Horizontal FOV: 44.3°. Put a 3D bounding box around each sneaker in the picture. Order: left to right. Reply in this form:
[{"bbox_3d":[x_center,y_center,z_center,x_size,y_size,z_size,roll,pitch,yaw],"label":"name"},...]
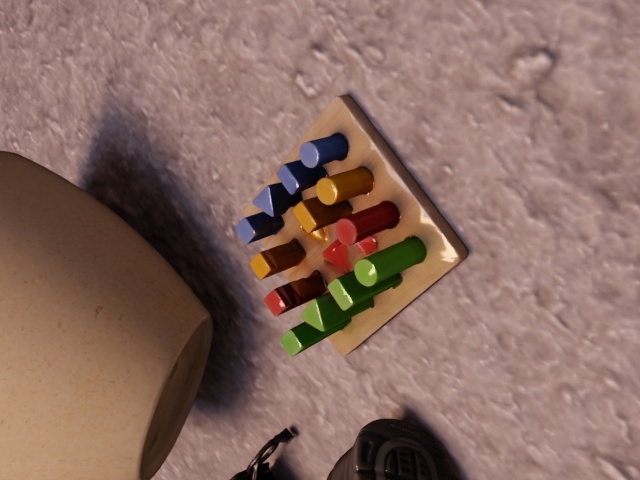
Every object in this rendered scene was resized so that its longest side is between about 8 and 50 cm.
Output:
[{"bbox_3d":[0.051,0.294,0.616,0.130,0.109,0.286,129,150,-52],"label":"sneaker"}]

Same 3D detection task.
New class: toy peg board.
[{"bbox_3d":[0.000,0.000,0.624,0.160,0.079,0.161,55,131,12],"label":"toy peg board"}]

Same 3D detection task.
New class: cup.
[{"bbox_3d":[-0.241,0.108,0.747,0.237,0.331,0.331,19,120,5],"label":"cup"}]

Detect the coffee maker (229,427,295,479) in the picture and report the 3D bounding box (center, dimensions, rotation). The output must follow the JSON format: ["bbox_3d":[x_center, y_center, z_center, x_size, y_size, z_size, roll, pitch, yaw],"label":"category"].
[{"bbox_3d":[-0.032,0.307,0.730,0.178,0.120,0.171,40,126,23],"label":"coffee maker"}]
